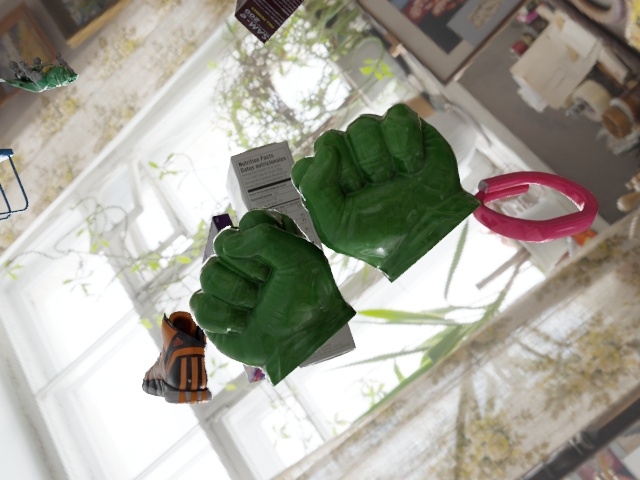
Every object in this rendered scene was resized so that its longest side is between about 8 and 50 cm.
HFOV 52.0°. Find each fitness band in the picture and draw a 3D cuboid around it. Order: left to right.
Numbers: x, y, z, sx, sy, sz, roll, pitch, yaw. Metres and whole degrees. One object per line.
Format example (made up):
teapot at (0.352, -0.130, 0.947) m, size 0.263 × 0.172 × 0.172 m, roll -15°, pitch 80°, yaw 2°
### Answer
fitness band at (0.460, -0.078, 1.408) m, size 0.209 × 0.291 × 0.054 m, roll 43°, pitch 137°, yaw 44°

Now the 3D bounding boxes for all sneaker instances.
sneaker at (-0.296, 0.239, 1.385) m, size 0.125 × 0.179 × 0.321 m, roll 4°, pitch 172°, yaw -29°

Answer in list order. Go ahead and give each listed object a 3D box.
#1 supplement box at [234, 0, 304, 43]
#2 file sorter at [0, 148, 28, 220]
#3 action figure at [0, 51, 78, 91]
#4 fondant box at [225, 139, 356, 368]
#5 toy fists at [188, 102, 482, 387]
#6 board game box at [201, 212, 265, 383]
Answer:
supplement box at (-0.037, -0.448, 1.077) m, size 0.073 × 0.239 × 0.130 m, roll 38°, pitch -157°, yaw -24°
file sorter at (-0.558, -0.062, 1.006) m, size 0.104 × 0.170 × 0.118 m, roll 68°, pitch -160°, yaw -3°
action figure at (-0.522, -0.317, 1.240) m, size 0.232 × 0.137 × 0.063 m, roll 21°, pitch 127°, yaw 47°
fondant box at (-0.059, 0.029, 1.067) m, size 0.238 × 0.096 × 0.330 m, roll 150°, pitch 103°, yaw -78°
toy fists at (0.000, 0.000, 0.582) m, size 0.142 × 0.279 × 0.096 m, roll 48°, pitch -169°, yaw 6°
board game box at (-0.189, 0.133, 1.522) m, size 0.346 × 0.056 × 0.208 m, roll 63°, pitch 155°, yaw 27°
